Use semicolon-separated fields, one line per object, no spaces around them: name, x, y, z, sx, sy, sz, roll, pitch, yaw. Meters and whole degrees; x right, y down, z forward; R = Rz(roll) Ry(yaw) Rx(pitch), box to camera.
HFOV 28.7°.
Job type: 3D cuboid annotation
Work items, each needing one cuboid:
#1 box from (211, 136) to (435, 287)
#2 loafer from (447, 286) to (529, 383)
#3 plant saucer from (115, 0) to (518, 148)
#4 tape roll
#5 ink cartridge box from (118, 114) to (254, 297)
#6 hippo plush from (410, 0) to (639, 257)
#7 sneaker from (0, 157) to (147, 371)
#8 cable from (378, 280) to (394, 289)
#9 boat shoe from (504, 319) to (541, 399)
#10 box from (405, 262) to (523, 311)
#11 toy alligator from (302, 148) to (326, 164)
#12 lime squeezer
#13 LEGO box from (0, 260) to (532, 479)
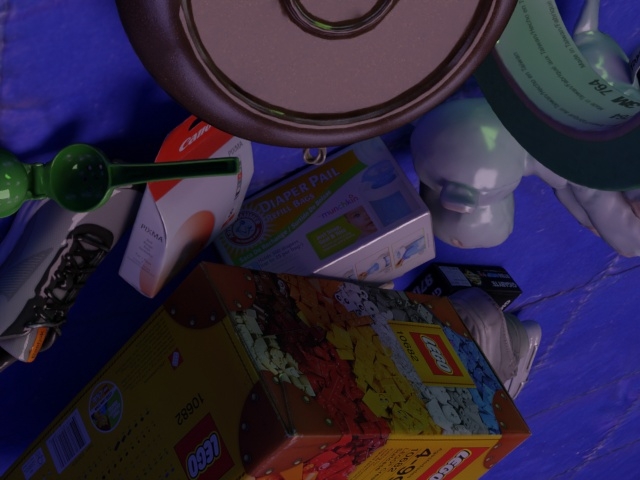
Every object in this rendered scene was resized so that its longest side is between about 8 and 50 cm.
box;0.000;0.000;1.269;0.203;0.114;0.103;-28;152;-7
loafer;0.211;0.127;1.614;0.111;0.112;0.319;-34;161;-9
plant saucer;0.011;-0.192;0.877;0.310;0.050;0.311;-8;125;-12
tape roll;0.208;-0.199;0.930;0.077;0.321;0.321;-20;151;-22
ink cartridge box;-0.101;-0.051;1.090;0.145;0.045;0.179;-46;170;-45
hippo plush;0.216;-0.075;1.229;0.236;0.234;0.294;-23;147;-13
sneaker;-0.238;0.035;1.081;0.271;0.108;0.100;-42;151;9
cable;-0.044;0.061;1.375;0.287;0.072;0.139;-25;147;-14
boat shoe;0.287;0.214;1.961;0.084;0.095;0.258;-16;151;-21
box;0.145;0.121;1.699;0.175;0.051;0.220;6;134;-50
toy alligator;0.042;-0.148;1.143;0.190;0.056;0.051;-51;-172;32
lime squeezer;-0.223;-0.042;0.973;0.310;0.110;0.059;-3;107;-11
LEGO box;-0.099;0.262;1.272;0.372;0.193;0.500;10;132;-49
